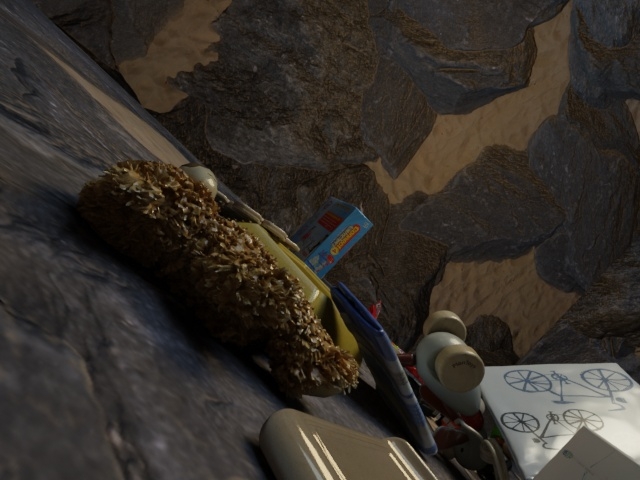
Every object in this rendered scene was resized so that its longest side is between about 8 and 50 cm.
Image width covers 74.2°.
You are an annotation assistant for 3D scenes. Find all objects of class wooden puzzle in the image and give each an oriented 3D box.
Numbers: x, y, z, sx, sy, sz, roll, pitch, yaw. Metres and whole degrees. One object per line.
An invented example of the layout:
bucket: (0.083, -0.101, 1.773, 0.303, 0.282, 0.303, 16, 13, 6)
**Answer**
wooden puzzle: (0.072, 0.238, 0.319, 0.221, 0.044, 0.239, 44, 4, 42)

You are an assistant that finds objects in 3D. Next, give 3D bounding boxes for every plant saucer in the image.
plant saucer: (-0.046, 0.102, 0.914, 0.333, 0.081, 0.333, 45, 0, 37)

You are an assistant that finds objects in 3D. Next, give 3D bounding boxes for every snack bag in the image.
snack bag: (0.479, 0.325, 0.777, 0.342, 0.324, 0.037, -73, 160, -76)

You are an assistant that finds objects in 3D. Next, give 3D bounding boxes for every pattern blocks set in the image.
pattern blocks set: (0.194, 0.298, 1.209, 0.325, 0.026, 0.285, 40, -3, 23)

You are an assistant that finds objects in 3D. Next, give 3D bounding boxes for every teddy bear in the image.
teddy bear: (-0.084, 0.037, 0.457, 0.338, 0.113, 0.245, 44, -3, 1)

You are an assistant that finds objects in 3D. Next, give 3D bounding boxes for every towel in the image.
towel: (0.108, 0.224, 0.754, 0.284, 0.034, 0.209, 65, -9, -23)

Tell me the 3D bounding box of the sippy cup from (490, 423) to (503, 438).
sippy cup: (0.531, 0.478, 0.878, 0.305, 0.240, 0.224, 64, 2, 27)

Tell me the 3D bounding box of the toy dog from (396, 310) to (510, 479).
toy dog: (0.235, 0.313, 0.832, 0.220, 0.161, 0.333, 20, 58, -81)

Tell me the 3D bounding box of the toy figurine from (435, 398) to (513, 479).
toy figurine: (0.431, 0.520, 1.147, 0.209, 0.148, 0.213, 44, -1, 22)

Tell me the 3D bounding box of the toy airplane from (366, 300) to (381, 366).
toy airplane: (0.113, 0.204, 0.928, 0.028, 0.151, 0.151, 9, 0, -2)

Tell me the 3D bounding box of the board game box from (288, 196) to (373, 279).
board game box: (0.000, 0.000, 1.459, 0.086, 0.302, 0.308, 45, 0, -18)

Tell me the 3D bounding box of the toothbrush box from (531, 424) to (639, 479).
toothbrush box: (0.337, 0.372, 0.436, 0.126, 0.216, 0.295, 44, -2, -6)

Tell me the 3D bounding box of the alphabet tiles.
alphabet tiles: (-0.189, -0.052, 1.034, 0.278, 0.021, 0.284, 36, -12, -27)

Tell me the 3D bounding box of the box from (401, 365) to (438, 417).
box: (0.249, 0.406, 1.215, 0.183, 0.059, 0.233, 42, -2, 42)
